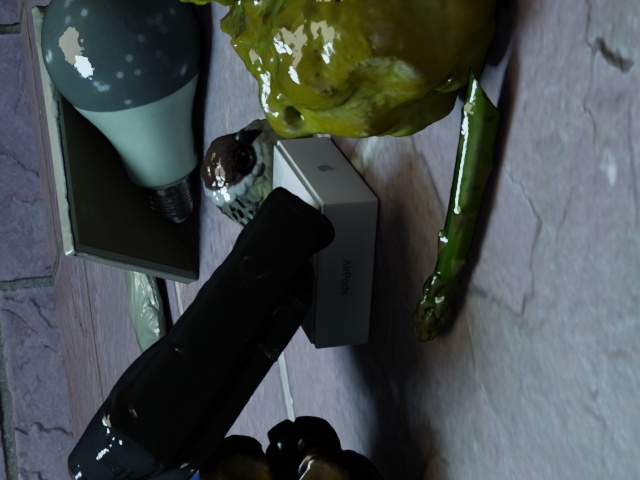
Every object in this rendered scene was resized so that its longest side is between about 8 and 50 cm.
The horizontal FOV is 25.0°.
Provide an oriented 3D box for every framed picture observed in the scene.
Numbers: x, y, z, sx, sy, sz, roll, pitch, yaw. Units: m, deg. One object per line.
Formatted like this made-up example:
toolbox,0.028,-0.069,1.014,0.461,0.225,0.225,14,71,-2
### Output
framed picture,-0.244,-0.112,1.733,0.024,0.232,0.315,-19,70,28

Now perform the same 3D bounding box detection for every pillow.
pillow,-0.253,0.055,2.043,0.148,0.050,0.229,109,151,-68

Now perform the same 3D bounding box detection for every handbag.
handbag,-0.091,0.090,1.111,0.244,0.088,0.275,-56,2,-21

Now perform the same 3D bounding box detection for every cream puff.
cream puff,-0.005,-0.192,0.911,0.282,0.185,0.281,172,90,-74

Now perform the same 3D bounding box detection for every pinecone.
pinecone,-0.029,0.247,1.099,0.201,0.203,0.228,-60,-18,-57

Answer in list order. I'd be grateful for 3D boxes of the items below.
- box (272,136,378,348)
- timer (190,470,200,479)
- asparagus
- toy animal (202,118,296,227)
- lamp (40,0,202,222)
box,0.000,0.000,1.180,0.129,0.051,0.130,-125,33,-58
timer,-0.191,0.300,1.857,0.253,0.078,0.178,-136,41,-67
asparagus,0.087,-0.010,0.928,0.034,0.027,0.236,-106,19,-47
toy animal,-0.061,-0.045,1.293,0.098,0.098,0.137,-114,24,-47
lamp,-0.208,-0.181,1.671,0.314,0.182,0.182,70,179,-47
